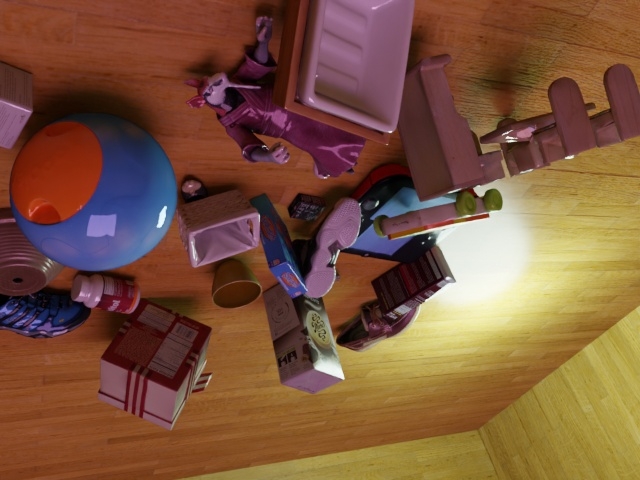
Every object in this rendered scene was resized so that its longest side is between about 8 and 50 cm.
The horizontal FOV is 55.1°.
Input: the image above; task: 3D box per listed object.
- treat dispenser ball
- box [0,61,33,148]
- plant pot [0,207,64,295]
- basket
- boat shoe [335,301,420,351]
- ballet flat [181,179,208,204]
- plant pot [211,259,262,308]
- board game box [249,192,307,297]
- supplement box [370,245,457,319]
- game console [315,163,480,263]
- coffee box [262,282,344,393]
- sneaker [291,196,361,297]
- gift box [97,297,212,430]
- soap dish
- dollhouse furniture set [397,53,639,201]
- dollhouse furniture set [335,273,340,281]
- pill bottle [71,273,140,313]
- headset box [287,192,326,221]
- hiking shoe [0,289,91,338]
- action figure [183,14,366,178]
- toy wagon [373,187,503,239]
[{"bbox_3d":[-0.409,-0.088,1.123,0.288,0.288,0.288,-13,145,-9],"label":"treat dispenser ball"},{"bbox_3d":[-0.542,-0.230,1.026,0.087,0.101,0.102,18,131,-41],"label":"box"},{"bbox_3d":[-0.662,0.044,1.345,0.237,0.109,0.237,-14,145,-10],"label":"plant pot"},{"bbox_3d":[-0.233,-0.032,1.387,0.167,0.103,0.113,-18,139,-23],"label":"basket"},{"bbox_3d":[0.186,0.274,2.071,0.123,0.123,0.342,15,139,-42],"label":"boat shoe"},{"bbox_3d":[-0.280,-0.077,1.411,0.058,0.049,0.173,-11,145,-5],"label":"ballet flat"},{"bbox_3d":[-0.233,0.109,1.653,0.134,0.095,0.134,-13,145,-9],"label":"plant pot"},{"bbox_3d":[-0.101,0.013,1.483,0.047,0.210,0.160,-23,146,5],"label":"board game box"},{"bbox_3d":[0.286,0.131,1.906,0.239,0.130,0.073,-34,144,22],"label":"supplement box"},{"bbox_3d":[0.215,-0.054,1.678,0.387,0.060,0.342,11,135,-36],"label":"game console"},{"bbox_3d":[-0.052,0.276,1.795,0.119,0.297,0.168,-30,145,21],"label":"coffee box"},{"bbox_3d":[0.000,0.000,1.566,0.101,0.153,0.268,18,100,-32],"label":"sneaker"},{"bbox_3d":[-0.440,0.341,1.709,0.255,0.276,0.258,27,135,4],"label":"gift box"},{"bbox_3d":[0.037,-0.328,1.039,0.229,0.290,0.118,11,176,-39],"label":"soap dish"},{"bbox_3d":[0.373,-0.260,1.285,0.394,0.256,0.362,-17,180,-18],"label":"dollhouse furniture set"},{"bbox_3d":[0.012,0.095,1.819,0.076,0.058,0.151,-26,165,-3],"label":"dollhouse furniture set"},{"bbox_3d":[-0.541,0.132,1.546,0.152,0.086,0.086,18,132,-41],"label":"pill bottle"},{"bbox_3d":[-0.031,-0.082,1.542,0.083,0.032,0.062,7,139,-34],"label":"headset box"},{"bbox_3d":[-0.711,0.163,1.480,0.304,0.113,0.132,0,142,-26],"label":"hiking shoe"},{"bbox_3d":[-0.082,-0.263,1.193,0.370,0.248,0.276,10,-179,-18],"label":"action figure"},{"bbox_3d":[0.308,-0.064,1.499,0.344,0.068,0.267,-9,176,-43],"label":"toy wagon"}]
